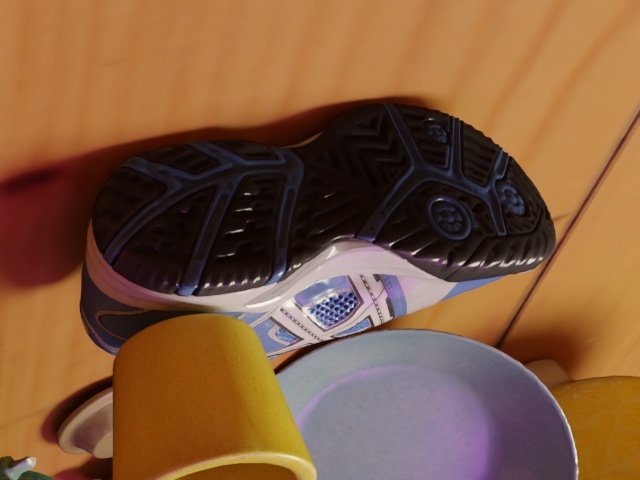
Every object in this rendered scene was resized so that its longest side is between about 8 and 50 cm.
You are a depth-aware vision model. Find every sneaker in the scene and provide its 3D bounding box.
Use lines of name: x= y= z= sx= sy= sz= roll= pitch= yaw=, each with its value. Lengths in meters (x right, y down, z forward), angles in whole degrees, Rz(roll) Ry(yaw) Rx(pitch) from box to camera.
sneaker: x=0.000 y=0.000 z=0.545 sx=0.211 sy=0.080 sz=0.081 roll=-4 pitch=149 yaw=-30

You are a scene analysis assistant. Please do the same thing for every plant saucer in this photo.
plant saucer: x=0.041 y=0.126 z=0.755 sx=0.195 sy=0.037 sz=0.195 roll=-1 pitch=114 yaw=-3

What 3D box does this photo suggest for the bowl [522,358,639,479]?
bowl: x=0.156 y=0.174 z=0.919 sx=0.289 sy=0.156 sz=0.289 roll=-26 pitch=154 yaw=-14

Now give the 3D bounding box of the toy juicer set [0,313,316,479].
toy juicer set: x=-0.159 y=0.141 z=0.519 sx=0.209 sy=0.089 sz=0.329 roll=5 pitch=144 yaw=-31

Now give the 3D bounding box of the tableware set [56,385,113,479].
tableware set: x=-0.126 y=0.119 z=0.659 sx=0.169 sy=0.020 sz=0.141 roll=-29 pitch=155 yaw=-13
